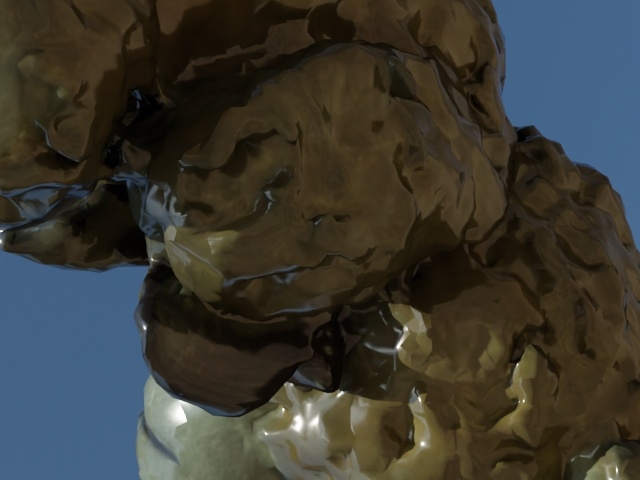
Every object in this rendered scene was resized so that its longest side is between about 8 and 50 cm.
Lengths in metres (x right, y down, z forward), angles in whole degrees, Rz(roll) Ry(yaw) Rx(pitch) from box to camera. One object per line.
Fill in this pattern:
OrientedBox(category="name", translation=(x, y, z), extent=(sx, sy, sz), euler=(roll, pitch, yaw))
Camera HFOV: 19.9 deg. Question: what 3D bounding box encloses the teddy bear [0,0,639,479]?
OrientedBox(category="teddy bear", translation=(0.000, 0.000, 0.477), extent=(0.156, 0.267, 0.256), euler=(-28, -78, -3))
